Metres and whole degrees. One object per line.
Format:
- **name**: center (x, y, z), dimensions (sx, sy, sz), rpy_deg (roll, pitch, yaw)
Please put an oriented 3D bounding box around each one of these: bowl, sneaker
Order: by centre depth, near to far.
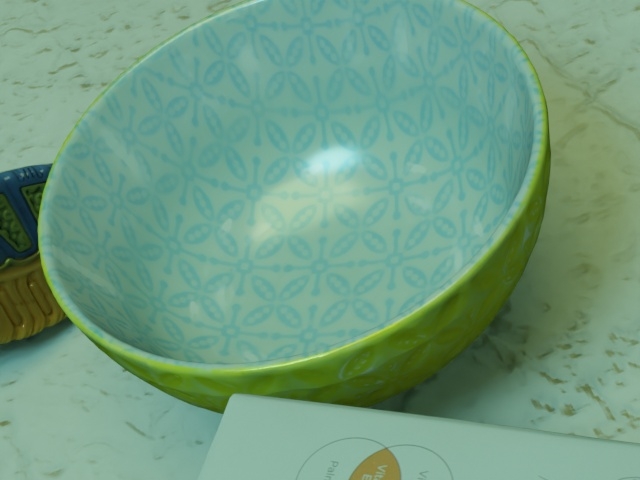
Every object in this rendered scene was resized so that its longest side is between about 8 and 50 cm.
- **bowl**: center (0.000, 0.000, 0.822), dimensions (0.290, 0.156, 0.289), rpy_deg (-11, 49, 12)
- **sneaker**: center (-0.270, 0.032, 0.934), dimensions (0.296, 0.111, 0.131), rpy_deg (-30, 19, -24)

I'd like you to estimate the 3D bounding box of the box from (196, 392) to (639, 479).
- **box**: center (0.103, 0.213, 0.592), dimensions (0.345, 0.168, 0.215), rpy_deg (4, 53, 25)
